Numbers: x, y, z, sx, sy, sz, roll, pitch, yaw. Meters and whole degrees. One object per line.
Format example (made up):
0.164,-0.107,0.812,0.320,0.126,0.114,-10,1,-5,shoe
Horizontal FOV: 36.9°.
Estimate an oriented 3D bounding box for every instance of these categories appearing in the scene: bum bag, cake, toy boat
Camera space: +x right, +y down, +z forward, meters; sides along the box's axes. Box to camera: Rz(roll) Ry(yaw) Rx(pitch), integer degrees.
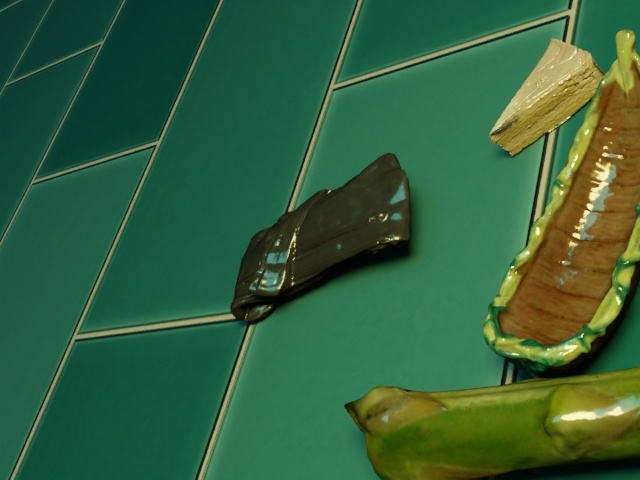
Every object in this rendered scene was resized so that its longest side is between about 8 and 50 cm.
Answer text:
0.000,0.000,1.013,0.248,0.060,0.123,-22,42,32,bum bag
0.213,-0.136,0.934,0.121,0.052,0.065,-41,42,10,cake
0.224,-0.022,0.783,0.108,0.099,0.292,10,72,48,toy boat

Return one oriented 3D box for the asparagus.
0.158,0.137,0.718,0.343,0.082,0.085,-12,30,36,asparagus
